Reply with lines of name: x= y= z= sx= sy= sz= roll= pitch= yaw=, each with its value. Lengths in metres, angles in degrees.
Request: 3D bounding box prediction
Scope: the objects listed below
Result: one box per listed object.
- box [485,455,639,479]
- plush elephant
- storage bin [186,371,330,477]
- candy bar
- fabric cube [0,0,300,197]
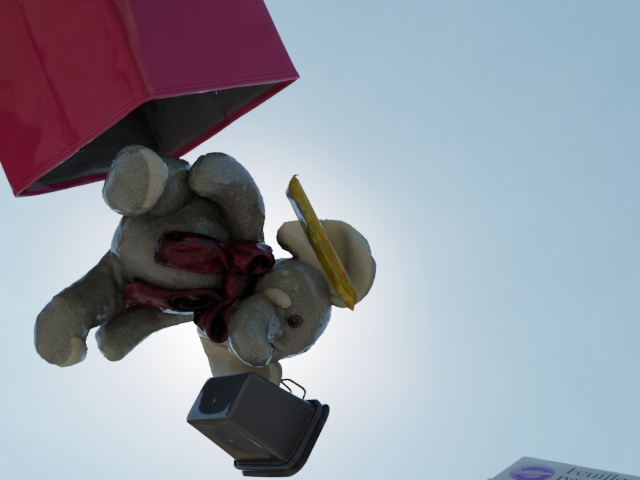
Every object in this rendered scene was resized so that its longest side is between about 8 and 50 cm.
box: x=0.244 y=0.187 z=0.777 sx=0.324 sy=0.063 sz=0.067 roll=5 pitch=-73 yaw=38
plush elephant: x=-0.102 y=0.051 z=1.463 sx=0.255 sy=0.330 sz=0.272 roll=36 pitch=-69 yaw=11
storage bin: x=-0.067 y=0.175 z=1.370 sx=0.091 sy=0.098 sz=0.135 roll=37 pitch=-24 yaw=-21
candy bar: x=0.000 y=0.000 z=1.435 sx=0.018 sy=0.161 sz=0.040 roll=-20 pitch=-23 yaw=-16
fabric cube: x=-0.231 y=-0.228 z=1.503 sx=0.259 sy=0.254 sz=0.258 roll=-29 pitch=-96 yaw=39
